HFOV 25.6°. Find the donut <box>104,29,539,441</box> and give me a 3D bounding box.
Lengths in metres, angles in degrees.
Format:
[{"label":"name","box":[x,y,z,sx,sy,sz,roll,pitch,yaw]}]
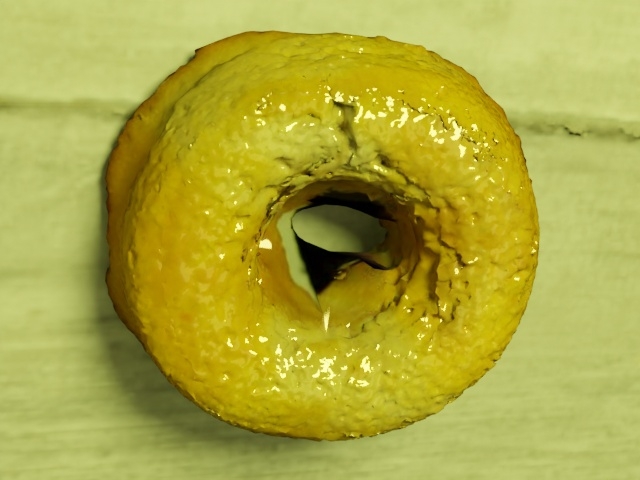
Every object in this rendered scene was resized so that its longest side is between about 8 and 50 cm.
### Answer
[{"label":"donut","box":[0.003,0.001,0.789,0.253,0.118,0.253,-1,109,-3]}]
